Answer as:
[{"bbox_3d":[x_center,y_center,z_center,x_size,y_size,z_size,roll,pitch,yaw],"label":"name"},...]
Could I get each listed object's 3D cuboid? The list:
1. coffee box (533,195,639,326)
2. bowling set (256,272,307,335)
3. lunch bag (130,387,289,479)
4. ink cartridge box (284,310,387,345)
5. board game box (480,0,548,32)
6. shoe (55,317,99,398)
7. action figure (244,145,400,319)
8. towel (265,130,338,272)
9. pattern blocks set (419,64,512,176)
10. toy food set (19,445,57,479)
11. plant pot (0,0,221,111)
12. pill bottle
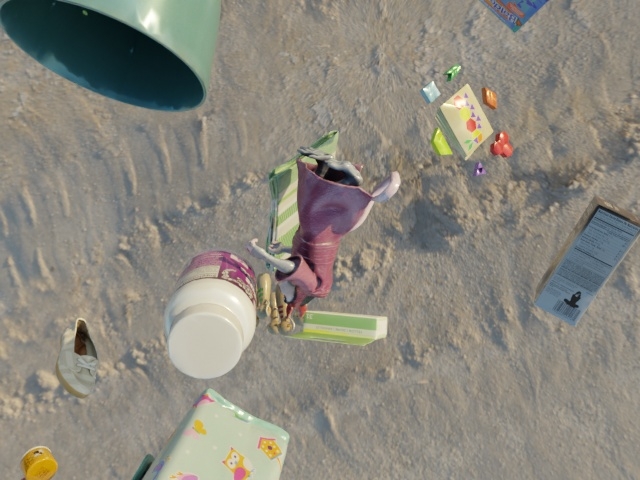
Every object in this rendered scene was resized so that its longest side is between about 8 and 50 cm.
[{"bbox_3d":[0.565,0.041,1.099,0.098,0.141,0.246,30,112,16],"label":"coffee box"},{"bbox_3d":[-0.163,0.185,1.424,0.200,0.154,0.287,5,155,-20],"label":"bowling set"},{"bbox_3d":[-0.172,0.348,0.609,0.160,0.223,0.262,33,116,-5],"label":"lunch bag"},{"bbox_3d":[0.041,0.187,1.122,0.171,0.235,0.056,3,83,18],"label":"ink cartridge box"},{"bbox_3d":[0.340,-0.474,0.939,0.160,0.210,0.047,42,100,0],"label":"board game box"},{"bbox_3d":[-0.526,0.250,1.119,0.058,0.219,0.077,-50,131,7],"label":"shoe"},{"bbox_3d":[0.000,0.000,1.090,0.276,0.248,0.369,10,107,5],"label":"action figure"},{"bbox_3d":[-0.052,-0.093,1.301,0.038,0.248,0.324,31,139,22],"label":"towel"},{"bbox_3d":[0.423,-0.344,1.508,0.286,0.026,0.324,-33,105,-24],"label":"pattern blocks set"},{"bbox_3d":[-0.468,0.364,0.687,0.105,0.232,0.111,18,137,45],"label":"toy food set"},{"bbox_3d":[-0.283,-0.369,0.775,0.293,0.293,0.234,14,80,2],"label":"plant pot"},{"bbox_3d":[-0.207,0.133,0.994,0.170,0.301,0.169,-2,108,-6],"label":"pill bottle"}]
